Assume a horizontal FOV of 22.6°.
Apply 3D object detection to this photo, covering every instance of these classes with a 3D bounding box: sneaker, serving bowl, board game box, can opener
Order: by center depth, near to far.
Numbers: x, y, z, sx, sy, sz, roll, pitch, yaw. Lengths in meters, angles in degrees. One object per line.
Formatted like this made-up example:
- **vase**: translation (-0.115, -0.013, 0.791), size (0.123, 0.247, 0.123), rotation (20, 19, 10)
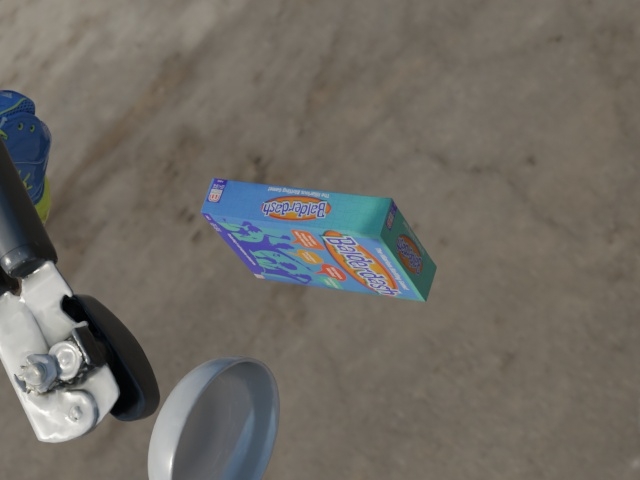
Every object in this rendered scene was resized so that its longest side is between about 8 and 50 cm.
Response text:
- **serving bowl**: translation (-0.052, 0.090, 0.725), size (0.027, 0.083, 0.083), rotation (16, 66, 30)
- **can opener**: translation (-0.211, 0.013, 1.107), size (0.074, 0.280, 0.093), rotation (-34, -12, 20)
- **sneaker**: translation (-0.300, -0.067, 1.313), size (0.091, 0.240, 0.126), rotation (16, 97, 19)
- **board game box**: translation (0.000, 0.000, 1.699), size (0.210, 0.160, 0.047), rotation (6, 65, 27)
